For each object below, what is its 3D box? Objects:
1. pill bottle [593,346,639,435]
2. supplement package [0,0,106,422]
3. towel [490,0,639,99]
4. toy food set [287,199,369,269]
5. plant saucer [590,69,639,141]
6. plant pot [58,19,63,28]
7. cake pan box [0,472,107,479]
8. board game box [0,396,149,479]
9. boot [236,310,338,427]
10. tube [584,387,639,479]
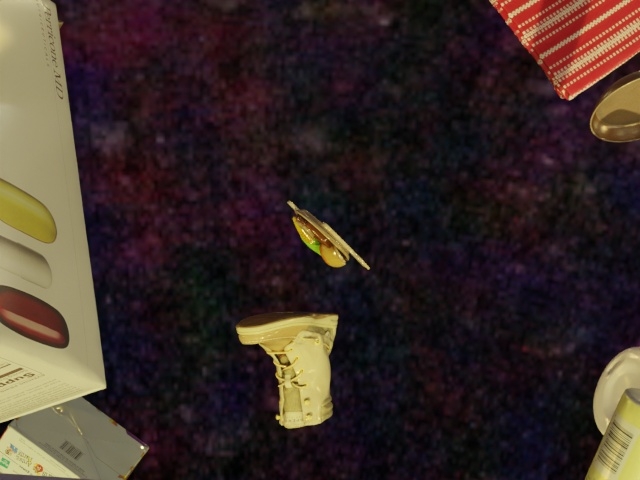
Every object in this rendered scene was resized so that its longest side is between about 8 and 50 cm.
[{"bbox_3d":[0.461,0.222,1.681,0.221,0.124,0.124,21,29,-23],"label":"pill bottle"},{"bbox_3d":[-0.257,-0.024,0.762,0.204,0.145,0.262,-19,66,16],"label":"supplement package"},{"bbox_3d":[0.279,-0.320,1.589,0.199,0.031,0.275,-35,85,-15],"label":"towel"},{"bbox_3d":[0.000,0.000,2.274,0.038,0.132,0.192,-47,23,-4],"label":"toy food set"},{"bbox_3d":[0.481,-0.208,2.019,0.168,0.168,0.029,-7,60,-15],"label":"plant saucer"},{"bbox_3d":[-0.340,-0.193,1.146,0.236,0.032,0.236,11,9,-2],"label":"plant pot"},{"bbox_3d":[-0.243,0.323,1.215,0.266,0.070,0.246,4,36,5],"label":"cake pan box"},{"bbox_3d":[-0.353,0.334,1.631,0.144,0.275,0.142,36,21,1],"label":"board game box"},{"bbox_3d":[-0.056,0.227,2.353,0.095,0.203,0.262,2,0,30],"label":"boot"},{"bbox_3d":[0.204,0.227,0.995,0.062,0.240,0.070,32,15,39],"label":"tube"}]
